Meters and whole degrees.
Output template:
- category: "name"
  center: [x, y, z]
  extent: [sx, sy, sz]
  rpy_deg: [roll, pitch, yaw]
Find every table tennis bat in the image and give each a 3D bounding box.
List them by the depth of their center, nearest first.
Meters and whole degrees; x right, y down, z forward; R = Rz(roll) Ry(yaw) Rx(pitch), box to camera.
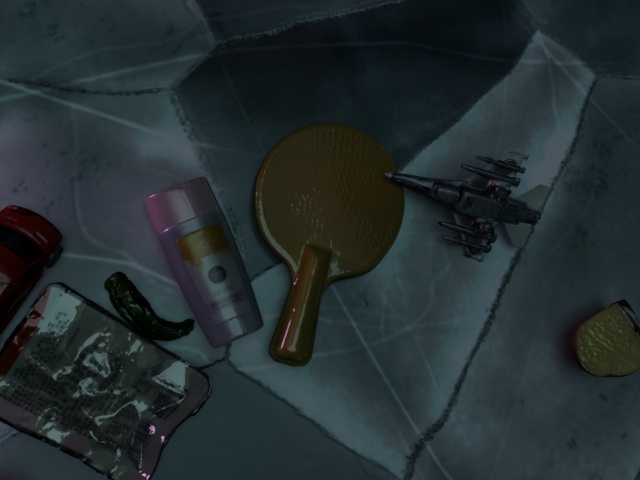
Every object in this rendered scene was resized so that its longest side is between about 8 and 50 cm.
- category: "table tennis bat"
  center: [0.000, 0.000, 0.835]
  extent: [0.198, 0.050, 0.321]
  rpy_deg: [18, 75, -13]

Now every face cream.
- category: "face cream"
  center: [-0.136, 0.026, 0.792]
  extent: [0.084, 0.057, 0.199]
  rpy_deg: [-24, 89, -17]

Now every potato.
- category: "potato"
  center: [0.382, 0.143, 0.901]
  extent: [0.103, 0.066, 0.096]
  rpy_deg: [-16, 72, -11]

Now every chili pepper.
- category: "chili pepper"
  center: [-0.204, 0.083, 0.772]
  extent: [0.117, 0.035, 0.055]
  rpy_deg: [33, 44, -8]

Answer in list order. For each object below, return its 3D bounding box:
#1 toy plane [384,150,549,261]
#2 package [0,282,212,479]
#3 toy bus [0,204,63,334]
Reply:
- category: "toy plane"
  center: [0.199, -0.051, 0.864]
  extent: [0.233, 0.082, 0.160]
  rpy_deg: [10, 112, -21]
- category: "package"
  center: [-0.255, 0.170, 0.756]
  extent: [0.231, 0.040, 0.166]
  rpy_deg: [30, 73, 0]
- category: "toy bus"
  center: [-0.365, 0.050, 0.715]
  extent: [0.081, 0.089, 0.195]
  rpy_deg: [33, 76, -8]
